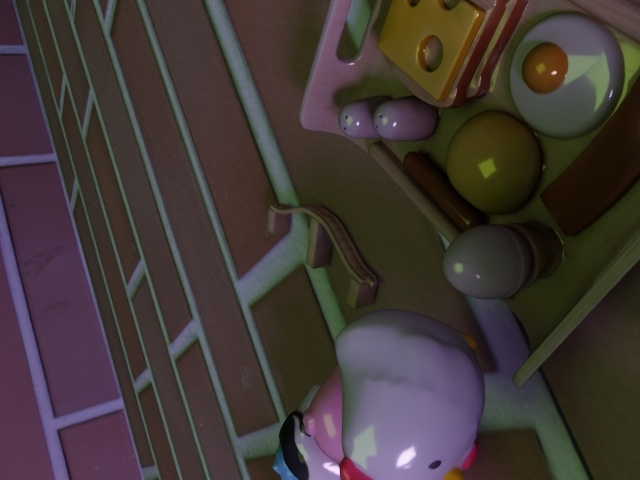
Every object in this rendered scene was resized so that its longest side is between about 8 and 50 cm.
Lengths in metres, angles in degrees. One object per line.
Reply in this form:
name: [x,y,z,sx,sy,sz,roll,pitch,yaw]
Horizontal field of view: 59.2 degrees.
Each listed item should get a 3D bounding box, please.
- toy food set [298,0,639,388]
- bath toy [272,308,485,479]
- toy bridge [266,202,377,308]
toy food set: [0.091,-0.085,0.380,0.306,0.093,0.219,53,141,33]
bath toy: [0.038,0.184,0.474,0.152,0.129,0.348,23,146,3]
toy bridge: [0.000,0.000,0.610,0.188,0.026,0.063,39,130,45]
